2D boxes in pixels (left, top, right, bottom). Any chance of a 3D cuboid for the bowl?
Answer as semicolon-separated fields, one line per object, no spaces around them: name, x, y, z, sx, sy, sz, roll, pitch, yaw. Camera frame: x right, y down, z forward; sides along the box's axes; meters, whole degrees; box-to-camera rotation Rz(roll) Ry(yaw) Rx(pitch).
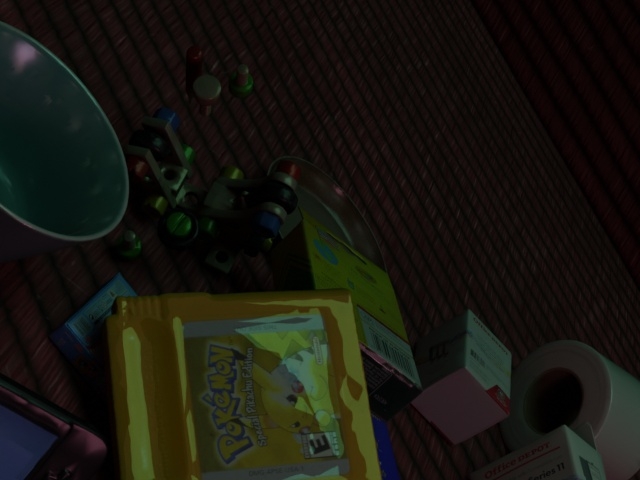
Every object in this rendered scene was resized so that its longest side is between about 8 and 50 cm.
bowl;-0.395;-0.095;1.590;0.311;0.163;0.311;40;29;-29

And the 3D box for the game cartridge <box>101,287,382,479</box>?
game cartridge;-0.097;0.199;1.643;0.324;0.052;0.285;-1;68;-21

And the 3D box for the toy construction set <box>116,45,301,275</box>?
toy construction set;-0.167;-0.093;1.963;0.237;0.257;0.309;107;-19;-68

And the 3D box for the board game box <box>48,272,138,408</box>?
board game box;-0.234;0.161;1.711;0.211;0.039;0.160;52;27;-7

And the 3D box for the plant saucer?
plant saucer;0.000;0.000;2.278;0.310;0.050;0.310;40;29;-29

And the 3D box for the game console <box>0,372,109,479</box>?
game console;-0.359;0.257;1.256;0.293;0.250;0.173;37;5;-34

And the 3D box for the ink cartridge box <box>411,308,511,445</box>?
ink cartridge box;0.245;0.236;2.332;0.128;0.127;0.176;46;28;-18

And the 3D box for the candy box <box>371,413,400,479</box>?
candy box;-0.020;0.282;1.839;0.268;0.122;0.317;31;33;-40

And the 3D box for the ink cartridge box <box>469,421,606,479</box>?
ink cartridge box;0.366;0.449;2.204;0.119;0.207;0.353;40;30;-33

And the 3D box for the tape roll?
tape roll;0.476;0.326;2.489;0.169;0.246;0.246;32;35;-40

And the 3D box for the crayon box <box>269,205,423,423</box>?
crayon box;0.030;0.100;1.938;0.202;0.081;0.318;38;19;-23
